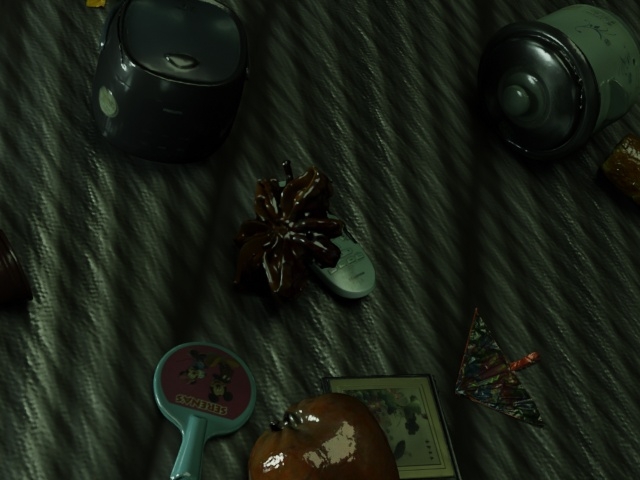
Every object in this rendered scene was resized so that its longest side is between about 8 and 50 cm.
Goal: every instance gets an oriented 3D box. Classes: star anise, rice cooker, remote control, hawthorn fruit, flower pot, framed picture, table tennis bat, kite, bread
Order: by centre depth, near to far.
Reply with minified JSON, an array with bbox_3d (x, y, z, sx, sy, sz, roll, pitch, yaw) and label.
[{"bbox_3d":[0.025,0.333,1.518,0.251,0.199,0.199,49,51,-1],"label":"hawthorn fruit"},{"bbox_3d":[-0.468,0.052,1.580,0.089,0.111,0.111,-26,67,-18],"label":"flower pot"},{"bbox_3d":[-0.171,0.245,1.592,0.153,0.040,0.244,18,45,-10],"label":"table tennis bat"},{"bbox_3d":[0.109,0.285,1.689,0.199,0.010,0.195,1,55,-22],"label":"framed picture"},{"bbox_3d":[-0.042,-0.004,1.739,0.126,0.190,0.220,33,86,-35],"label":"star anise"},{"bbox_3d":[0.286,0.210,1.820,0.189,0.009,0.232,-16,62,-31],"label":"kite"},{"bbox_3d":[-0.244,-0.264,1.822,0.267,0.224,0.267,10,53,-13],"label":"rice cooker"},{"bbox_3d":[0.000,-0.002,1.841,0.097,0.045,0.256,-24,64,-27],"label":"remote control"},{"bbox_3d":[0.449,-0.299,2.111,0.316,0.264,0.317,3,32,-2],"label":"rice cooker"},{"bbox_3d":[0.625,-0.119,2.140,0.172,0.132,0.103,40,90,6],"label":"bread"}]

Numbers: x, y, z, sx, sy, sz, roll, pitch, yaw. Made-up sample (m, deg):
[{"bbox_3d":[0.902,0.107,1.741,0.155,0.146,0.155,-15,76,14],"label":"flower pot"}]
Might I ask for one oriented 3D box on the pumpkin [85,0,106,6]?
[{"bbox_3d":[-0.399,-0.470,2.008,0.054,0.083,0.074,13,47,-18],"label":"pumpkin"}]
